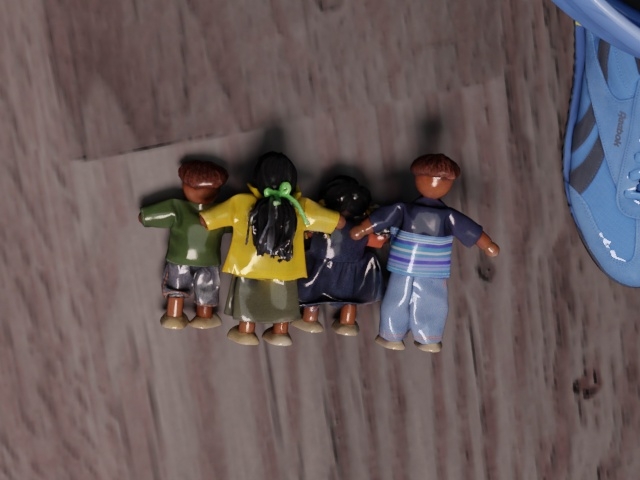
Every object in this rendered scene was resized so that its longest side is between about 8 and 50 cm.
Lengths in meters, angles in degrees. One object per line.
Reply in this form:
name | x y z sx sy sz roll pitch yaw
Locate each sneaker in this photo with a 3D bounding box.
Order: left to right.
sneaker | 0.183 -0.066 1.058 0.069 0.082 0.209 -7 109 -16

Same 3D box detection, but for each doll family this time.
doll family | 0.000 0.000 1.033 0.193 0.076 0.111 3 101 -22

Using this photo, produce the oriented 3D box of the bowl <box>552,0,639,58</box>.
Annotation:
bowl | 0.236 -0.268 0.971 0.391 0.077 0.391 -1 92 -18
